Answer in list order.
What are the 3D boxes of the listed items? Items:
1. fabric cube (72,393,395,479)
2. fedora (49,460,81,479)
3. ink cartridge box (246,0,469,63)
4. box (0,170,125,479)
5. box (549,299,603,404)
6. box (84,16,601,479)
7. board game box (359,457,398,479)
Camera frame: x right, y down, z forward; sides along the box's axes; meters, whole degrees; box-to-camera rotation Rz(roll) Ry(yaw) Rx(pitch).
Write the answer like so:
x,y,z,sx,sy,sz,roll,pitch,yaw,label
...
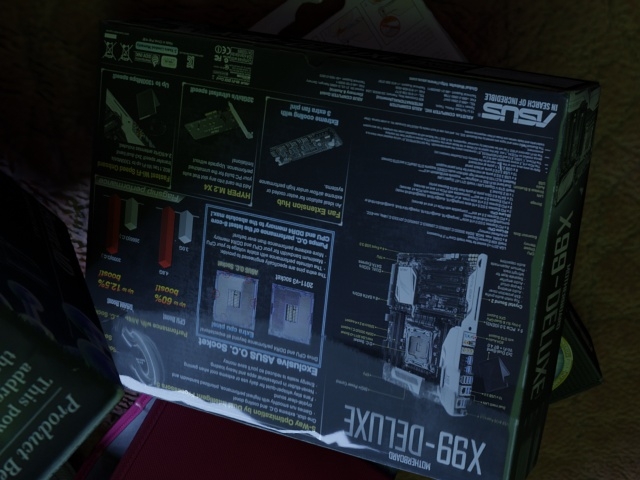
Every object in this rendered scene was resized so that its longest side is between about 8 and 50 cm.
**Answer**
x,y,z,sx,sy,sz,roll,pitch,yaw,label
-0.090,0.284,0.902,0.258,0.254,0.259,34,142,-7,fabric cube
-0.317,0.301,1.031,0.243,0.124,0.275,5,115,-4,fedora
0.033,-0.087,0.791,0.145,0.045,0.179,-33,80,18,ink cartridge box
-0.338,-0.007,0.656,0.212,0.293,0.395,-47,116,1,box
0.065,0.047,0.916,0.216,0.060,0.270,-24,123,17,box
0.000,0.000,0.742,0.307,0.076,0.242,12,105,22,box
-0.007,0.184,0.975,0.136,0.035,0.201,23,144,7,board game box
